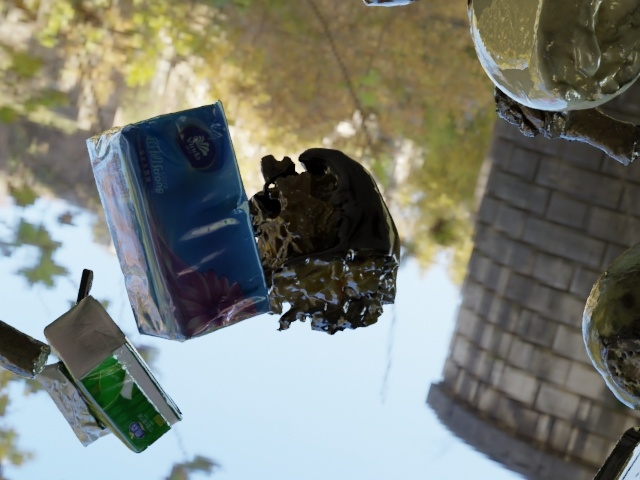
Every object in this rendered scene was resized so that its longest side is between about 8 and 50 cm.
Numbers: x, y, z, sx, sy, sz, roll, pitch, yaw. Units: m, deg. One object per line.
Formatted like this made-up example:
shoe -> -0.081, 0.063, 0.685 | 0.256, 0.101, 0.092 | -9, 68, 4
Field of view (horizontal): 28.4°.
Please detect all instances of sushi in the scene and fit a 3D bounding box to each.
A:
sushi -> -0.006, -0.001, 1.724 | 0.200, 0.213, 0.204 | 0, -139, -27

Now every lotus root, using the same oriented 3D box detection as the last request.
lotus root -> 0.413, 0.087, 1.500 | 0.173, 0.173, 0.309 | 19, -149, 26

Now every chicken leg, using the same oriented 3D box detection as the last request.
chicken leg -> 0.304, -0.158, 1.552 | 0.196, 0.080, 0.125 | 38, -135, 22

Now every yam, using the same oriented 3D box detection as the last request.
yam -> -0.489, 0.115, 1.709 | 0.253, 0.061, 0.061 | 24, -170, 2

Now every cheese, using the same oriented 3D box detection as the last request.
cheese -> 0.245, -0.261, 1.249 | 0.127, 0.266, 0.233 | 1, -170, -22

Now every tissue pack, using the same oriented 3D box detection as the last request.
tissue pack -> -0.340, 0.224, 1.955 | 0.148, 0.156, 0.209 | 39, 162, 44
tissue pack -> -0.172, -0.023, 1.548 | 0.146, 0.263, 0.198 | -18, -174, -24

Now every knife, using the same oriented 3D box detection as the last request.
knife -> -0.386, 0.097, 2.048 | 0.018, 0.121, 0.031 | 7, 148, 0

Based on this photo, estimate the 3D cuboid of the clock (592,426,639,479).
clock -> 0.383, 0.397, 1.611 | 0.049, 0.273, 0.279 | 24, 164, 48

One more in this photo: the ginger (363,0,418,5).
ginger -> 0.164, -0.444, 1.377 | 0.176, 0.418, 0.254 | 32, -160, 27
